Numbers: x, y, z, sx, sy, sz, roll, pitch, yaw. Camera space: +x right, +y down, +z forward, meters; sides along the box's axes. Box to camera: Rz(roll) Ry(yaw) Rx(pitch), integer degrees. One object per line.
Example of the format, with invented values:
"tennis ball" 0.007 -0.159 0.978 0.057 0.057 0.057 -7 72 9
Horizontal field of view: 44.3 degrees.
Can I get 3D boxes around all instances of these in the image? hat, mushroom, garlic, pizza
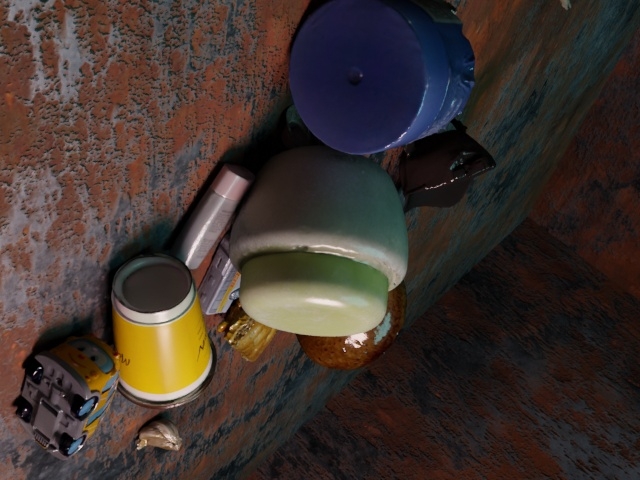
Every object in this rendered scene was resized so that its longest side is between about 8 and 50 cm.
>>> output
"hat" -0.052 -0.203 1.415 0.058 0.042 0.087 -43 128 -40
"mushroom" 0.076 0.168 2.007 0.331 0.334 0.356 -49 151 1
"garlic" -0.383 0.467 1.894 0.113 0.094 0.074 25 64 -65
"hat" 0.285 -0.201 2.026 0.238 0.208 0.336 -16 166 -23
"pizza" -0.125 0.156 1.858 0.258 0.087 0.268 -50 163 -12

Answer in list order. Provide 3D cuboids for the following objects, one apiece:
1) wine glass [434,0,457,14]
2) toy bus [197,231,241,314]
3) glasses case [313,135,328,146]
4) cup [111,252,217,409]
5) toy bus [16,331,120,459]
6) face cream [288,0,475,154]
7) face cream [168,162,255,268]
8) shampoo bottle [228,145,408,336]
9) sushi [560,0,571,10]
"wine glass" 0.170 -0.361 1.503 0.103 0.103 0.222 -19 144 -56
"toy bus" -0.188 0.063 1.580 0.075 0.064 0.190 -8 137 -45
"glasses case" 0.023 -0.194 1.565 0.073 0.049 0.194 -41 159 -25
"cup" -0.283 0.162 1.382 0.196 0.196 0.279 -37 151 -32
"toy bus" -0.420 0.257 1.340 0.136 0.126 0.209 -39 160 -52
"face cream" 0.109 -0.277 1.289 0.225 0.249 0.249 -25 150 -53
"face cream" -0.191 -0.043 1.372 0.198 0.057 0.084 -56 162 14
"shampoo bottle" 0.000 0.000 1.428 0.322 0.323 0.317 76 22 -67
"sushi" 0.540 -0.653 1.696 0.184 0.139 0.274 -25 146 -53
